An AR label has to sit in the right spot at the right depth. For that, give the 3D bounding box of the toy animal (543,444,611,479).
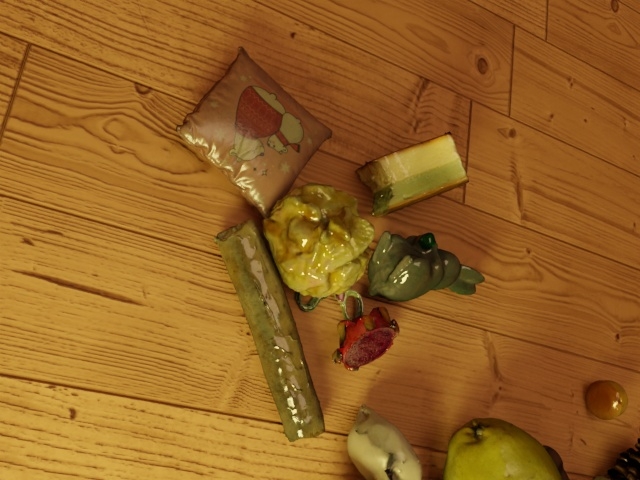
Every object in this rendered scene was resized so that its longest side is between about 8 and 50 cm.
[{"bbox_3d":[0.484,0.497,1.353,0.186,0.093,0.214,-24,87,-35],"label":"toy animal"}]

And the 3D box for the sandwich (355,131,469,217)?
[{"bbox_3d":[0.170,-0.123,1.329,0.186,0.220,0.108,-20,91,5],"label":"sandwich"}]

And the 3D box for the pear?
[{"bbox_3d":[0.320,0.441,1.210,0.212,0.212,0.269,-26,96,-32],"label":"pear"}]

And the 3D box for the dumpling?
[{"bbox_3d":[0.110,0.367,1.156,0.092,0.176,0.150,-45,134,-18],"label":"dumpling"}]

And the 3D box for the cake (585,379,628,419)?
[{"bbox_3d":[0.607,0.338,1.469,0.044,0.084,0.084,0,78,-35],"label":"cake"}]

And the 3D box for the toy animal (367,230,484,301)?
[{"bbox_3d":[0.202,0.056,1.308,0.251,0.127,0.125,11,60,-42],"label":"toy animal"}]

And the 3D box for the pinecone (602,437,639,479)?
[{"bbox_3d":[0.691,0.506,1.418,0.204,0.179,0.184,-23,48,-27],"label":"pinecone"}]

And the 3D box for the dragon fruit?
[{"bbox_3d":[0.073,0.168,1.212,0.126,0.068,0.112,-39,143,1],"label":"dragon fruit"}]

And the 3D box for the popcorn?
[{"bbox_3d":[0.001,0.000,1.140,0.167,0.185,0.187,-21,126,-10],"label":"popcorn"}]

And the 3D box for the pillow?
[{"bbox_3d":[-0.110,-0.186,1.193,0.236,0.084,0.223,45,62,-19],"label":"pillow"}]

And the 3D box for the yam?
[{"bbox_3d":[-0.077,0.147,1.135,0.083,0.083,0.372,-20,88,-32],"label":"yam"}]

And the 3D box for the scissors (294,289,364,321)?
[{"bbox_3d":[0.029,0.051,1.250,0.133,0.020,0.187,19,69,-19],"label":"scissors"}]
